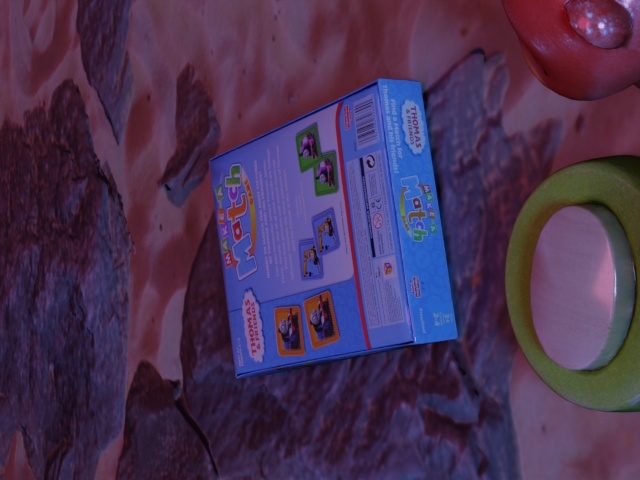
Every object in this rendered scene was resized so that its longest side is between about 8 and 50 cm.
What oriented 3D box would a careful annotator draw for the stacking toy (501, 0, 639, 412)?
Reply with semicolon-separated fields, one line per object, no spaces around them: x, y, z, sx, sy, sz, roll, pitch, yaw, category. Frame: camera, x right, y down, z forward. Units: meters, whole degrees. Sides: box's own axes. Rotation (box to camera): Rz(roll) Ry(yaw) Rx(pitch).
0.157;0.006;0.578;0.309;0.130;0.280;55;134;38;stacking toy

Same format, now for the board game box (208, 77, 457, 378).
0.000;0.000;0.885;0.211;0.039;0.160;-17;78;54;board game box
